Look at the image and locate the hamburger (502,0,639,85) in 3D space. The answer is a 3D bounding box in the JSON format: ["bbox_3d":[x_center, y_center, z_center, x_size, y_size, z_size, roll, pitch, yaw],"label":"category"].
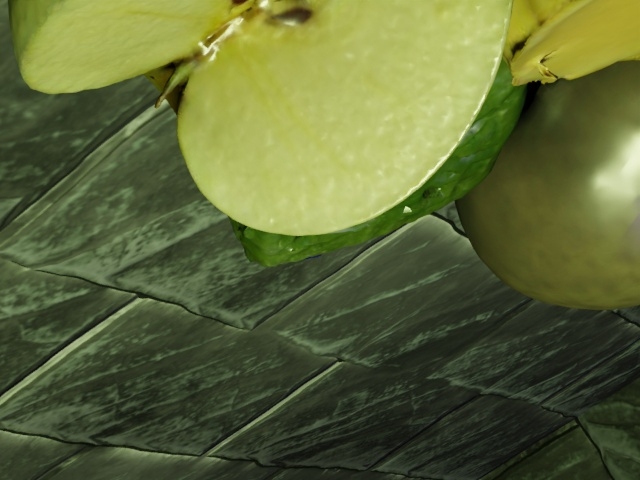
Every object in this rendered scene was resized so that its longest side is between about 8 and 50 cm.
[{"bbox_3d":[0.199,-0.254,0.958,0.276,0.237,0.276,-22,172,-3],"label":"hamburger"}]

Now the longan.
[{"bbox_3d":[0.281,-0.088,1.345,0.288,0.288,0.350,-6,143,-41],"label":"longan"}]

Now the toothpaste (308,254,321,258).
[{"bbox_3d":[0.000,0.000,1.528,0.024,0.015,0.083,-9,155,-22],"label":"toothpaste"}]

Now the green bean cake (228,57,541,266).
[{"bbox_3d":[0.033,-0.104,1.183,0.247,0.156,0.250,-19,155,-16],"label":"green bean cake"}]

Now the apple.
[{"bbox_3d":[-0.034,-0.171,0.869,0.295,0.233,0.258,30,121,-36],"label":"apple"}]
